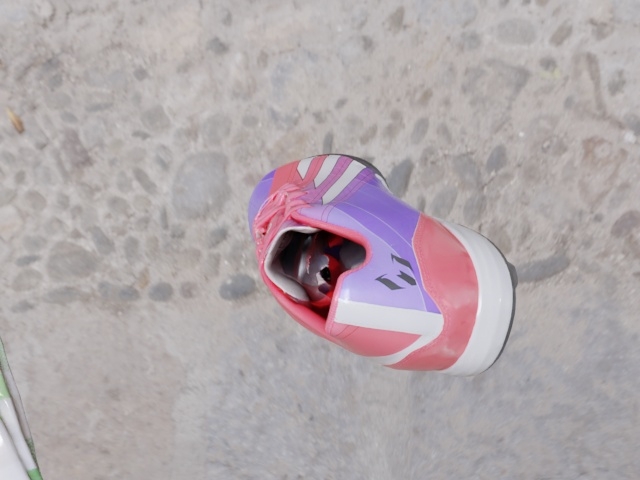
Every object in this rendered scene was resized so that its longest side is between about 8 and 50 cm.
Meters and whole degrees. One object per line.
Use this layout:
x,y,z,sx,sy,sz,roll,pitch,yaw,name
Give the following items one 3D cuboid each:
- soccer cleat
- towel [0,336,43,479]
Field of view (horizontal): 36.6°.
0.000,0.000,0.654,0.116,0.318,0.109,9,102,-27,soccer cleat
-0.200,0.183,0.381,0.247,0.038,0.325,-22,82,-30,towel
